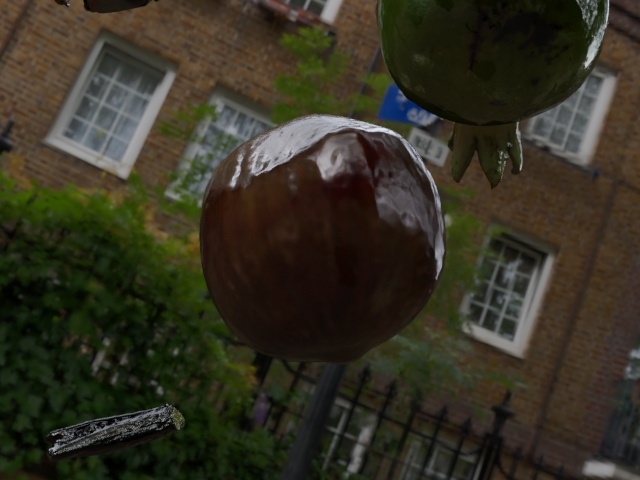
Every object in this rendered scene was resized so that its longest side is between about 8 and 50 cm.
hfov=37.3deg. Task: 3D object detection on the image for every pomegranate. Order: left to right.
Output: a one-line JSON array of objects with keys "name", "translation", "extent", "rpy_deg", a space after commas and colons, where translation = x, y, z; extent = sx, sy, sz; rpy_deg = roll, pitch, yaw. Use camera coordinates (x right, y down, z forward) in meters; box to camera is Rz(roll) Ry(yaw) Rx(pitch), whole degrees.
[{"name": "pomegranate", "translation": [0.192, -0.221, 1.078], "extent": [0.260, 0.260, 0.341], "rpy_deg": [12, -56, 32]}]

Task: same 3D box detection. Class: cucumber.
[{"name": "cucumber", "translation": [-0.194, 0.184, 0.905], "extent": [0.135, 0.033, 0.034], "rpy_deg": [-11, -35, -22]}]

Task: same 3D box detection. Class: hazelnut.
[{"name": "hazelnut", "translation": [0.000, 0.000, 1.541], "extent": [0.421, 0.421, 0.353], "rpy_deg": [19, -1, 12]}]

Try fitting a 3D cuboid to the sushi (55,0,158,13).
[{"name": "sushi", "translation": [-0.137, -0.354, 0.869], "extent": [0.130, 0.332, 0.124], "rpy_deg": [24, 11, -6]}]
